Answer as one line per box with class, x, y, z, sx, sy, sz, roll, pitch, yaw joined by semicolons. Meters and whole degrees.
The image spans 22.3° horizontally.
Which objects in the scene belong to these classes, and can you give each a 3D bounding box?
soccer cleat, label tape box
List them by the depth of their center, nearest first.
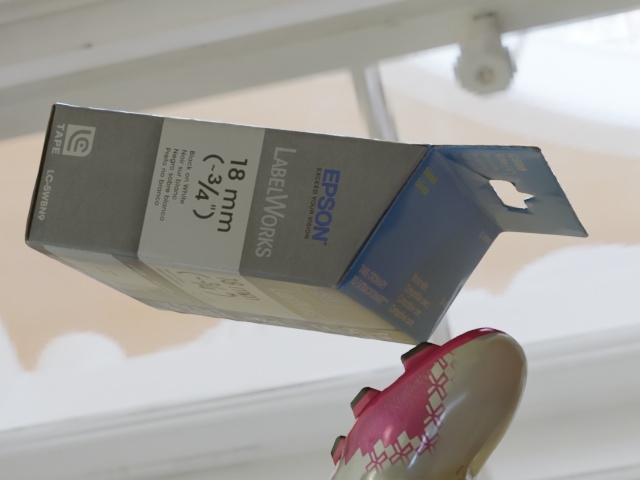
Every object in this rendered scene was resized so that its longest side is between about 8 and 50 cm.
soccer cleat;0.044;0.205;1.054;0.116;0.331;0.143;11;-145;-49
label tape box;0.000;0.000;1.130;0.240;0.333;0.106;37;-119;-69
